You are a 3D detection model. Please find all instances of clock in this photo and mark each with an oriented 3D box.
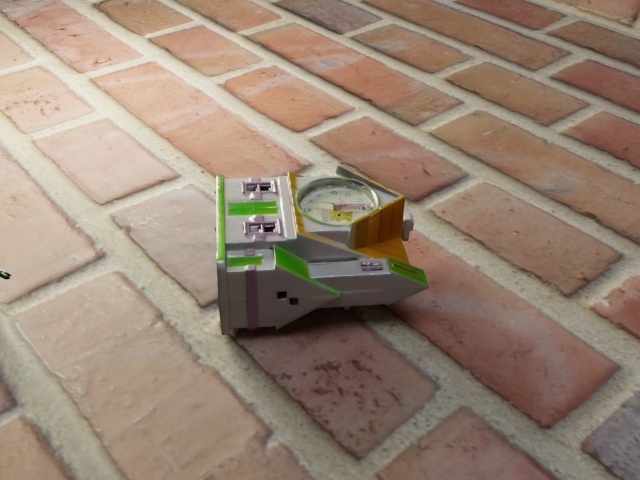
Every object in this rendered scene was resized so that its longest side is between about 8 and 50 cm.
[{"bbox_3d":[0.000,0.001,1.048,0.309,0.166,0.235,-2,38,-7],"label":"clock"}]

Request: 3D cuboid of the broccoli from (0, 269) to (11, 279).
[{"bbox_3d":[-0.521,0.062,0.987,0.131,0.120,0.130,-12,3,37],"label":"broccoli"}]
